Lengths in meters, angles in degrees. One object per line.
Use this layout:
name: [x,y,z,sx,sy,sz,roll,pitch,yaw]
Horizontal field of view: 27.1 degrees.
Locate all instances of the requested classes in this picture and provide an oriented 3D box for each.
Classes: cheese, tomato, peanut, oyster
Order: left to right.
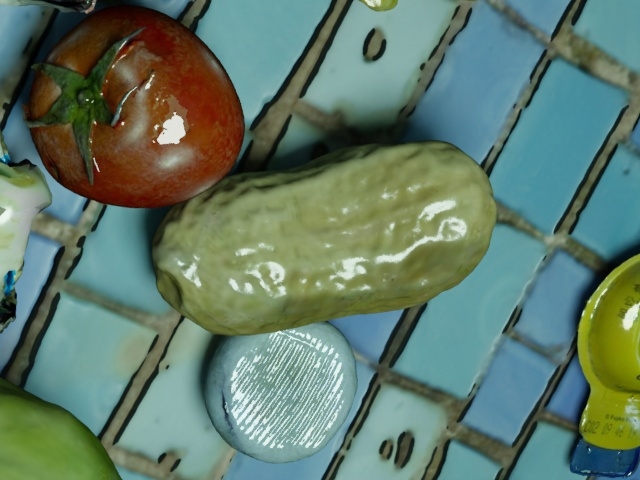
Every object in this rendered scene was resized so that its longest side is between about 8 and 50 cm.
oyster: [-0.281,-0.034,0.981,0.092,0.198,0.260,-11,145,22]
tomato: [-0.136,-0.101,1.040,0.167,0.167,0.167,-7,108,-22]
peanut: [0.003,0.003,1.129,0.291,0.159,0.143,-14,66,-10]
cheese: [0.326,0.121,1.356,0.176,0.069,0.270,8,105,-25]

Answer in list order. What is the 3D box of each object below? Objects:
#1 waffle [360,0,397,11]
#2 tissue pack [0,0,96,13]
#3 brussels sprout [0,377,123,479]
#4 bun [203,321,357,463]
waffle: [0.105,-0.346,1.109,0.302,0.068,0.325,12,107,-31]
tissue pack: [-0.237,-0.340,0.930,0.244,0.123,0.333,10,105,-21]
brussels sprout: [-0.297,0.245,0.998,0.344,0.268,0.344,-6,110,-16]
bun: [-0.039,0.126,1.187,0.140,0.083,0.141,-2,98,-18]
